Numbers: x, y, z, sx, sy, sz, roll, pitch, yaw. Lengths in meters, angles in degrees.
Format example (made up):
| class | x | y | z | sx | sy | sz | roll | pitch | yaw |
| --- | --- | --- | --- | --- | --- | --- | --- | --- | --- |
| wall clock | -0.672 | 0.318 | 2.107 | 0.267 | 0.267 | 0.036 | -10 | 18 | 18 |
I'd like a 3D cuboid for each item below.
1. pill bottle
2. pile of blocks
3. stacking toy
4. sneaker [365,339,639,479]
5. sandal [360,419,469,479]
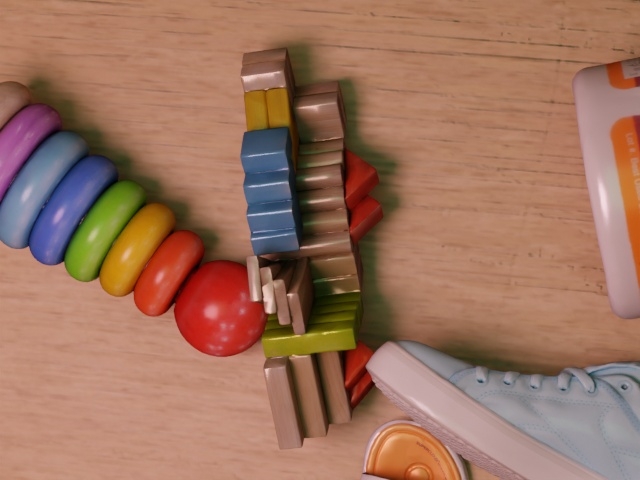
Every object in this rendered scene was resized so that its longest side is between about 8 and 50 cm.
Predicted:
| class | x | y | z | sx | sy | sz | roll | pitch | yaw |
| --- | --- | --- | --- | --- | --- | --- | --- | --- | --- |
| pill bottle | 0.424 | -0.071 | 1.675 | 0.392 | 0.224 | 0.224 | -10 | 87 | 9 |
| pile of blocks | 0.000 | 0.000 | 1.778 | 0.112 | 0.149 | 0.362 | -7 | 87 | 9 |
| stacking toy | -0.191 | -0.005 | 1.822 | 0.330 | 0.141 | 0.141 | 33 | 94 | 5 |
| sneaker | 0.222 | 0.157 | 1.757 | 0.366 | 0.135 | 0.150 | 29 | 80 | -2 |
| sandal | 0.081 | 0.297 | 1.794 | 0.102 | 0.076 | 0.265 | 2 | 89 | 9 |
